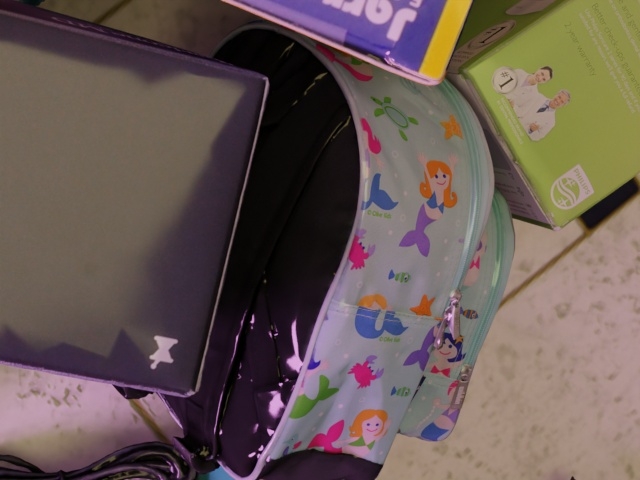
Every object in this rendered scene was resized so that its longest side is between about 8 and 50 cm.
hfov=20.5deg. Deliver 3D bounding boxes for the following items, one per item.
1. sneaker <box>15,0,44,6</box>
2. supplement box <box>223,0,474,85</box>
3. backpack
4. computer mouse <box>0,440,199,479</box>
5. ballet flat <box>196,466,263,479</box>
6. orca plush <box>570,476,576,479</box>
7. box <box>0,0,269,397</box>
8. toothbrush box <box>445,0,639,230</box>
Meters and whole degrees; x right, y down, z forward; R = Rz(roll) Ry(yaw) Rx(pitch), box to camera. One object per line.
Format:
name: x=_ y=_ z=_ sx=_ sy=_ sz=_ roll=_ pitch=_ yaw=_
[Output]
sneaker: x=-0.152 y=-0.256 z=1.076 sx=0.092 sy=0.087 sz=0.229 roll=32 pitch=79 yaw=-2
supplement box: x=0.006 y=-0.223 z=0.956 sx=0.194 sy=0.356 sz=0.195 roll=20 pitch=101 yaw=-3
backpack: x=0.000 y=0.000 z=1.069 sx=0.191 sy=0.225 sz=0.253 roll=0 pitch=114 yaw=-32
computer mouse: x=-0.161 y=0.273 z=1.143 sx=0.188 sy=0.072 sz=0.272 roll=-6 pitch=103 yaw=-3
ballet flat: x=0.010 y=0.297 z=1.189 sx=0.147 sy=0.147 sz=0.409 roll=-9 pitch=99 yaw=-17
orca plush: x=0.268 y=0.293 z=1.289 sx=0.287 sy=0.151 sz=0.102 roll=24 pitch=121 yaw=-23
box: x=-0.218 y=-0.049 z=0.974 sx=0.296 sy=0.294 sz=0.183 roll=12 pitch=94 yaw=-20
toothbrush box: x=0.192 y=-0.142 z=1.141 sx=0.283 sy=0.206 sz=0.122 roll=-36 pitch=107 yaw=-11
